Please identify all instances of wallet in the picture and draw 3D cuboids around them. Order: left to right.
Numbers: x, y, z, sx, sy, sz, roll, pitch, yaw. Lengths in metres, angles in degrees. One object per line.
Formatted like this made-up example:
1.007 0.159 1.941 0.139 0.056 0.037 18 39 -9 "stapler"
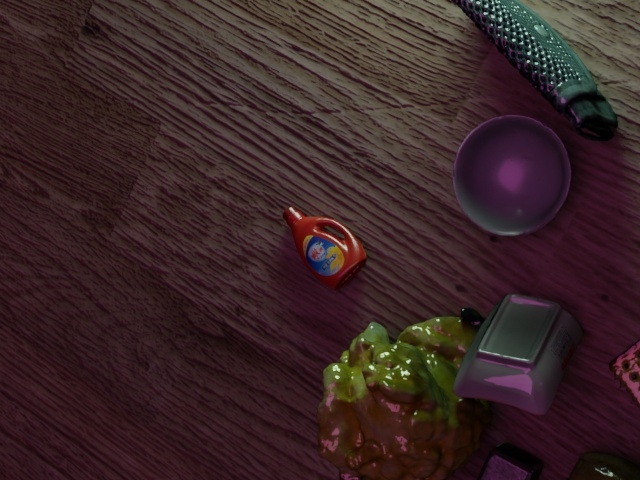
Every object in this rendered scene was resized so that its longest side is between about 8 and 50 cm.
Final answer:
0.312 -0.294 1.795 0.075 0.237 0.342 -45 72 20 "wallet"

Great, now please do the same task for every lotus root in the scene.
0.473 0.404 1.780 0.241 0.124 0.123 30 110 22 "lotus root"

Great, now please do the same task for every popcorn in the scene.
0.121 0.259 1.880 0.237 0.293 0.293 -38 74 40 "popcorn"

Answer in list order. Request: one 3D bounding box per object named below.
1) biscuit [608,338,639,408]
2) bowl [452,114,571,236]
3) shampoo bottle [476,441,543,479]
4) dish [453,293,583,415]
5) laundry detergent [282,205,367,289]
0.551 0.241 1.804 0.139 0.016 0.231 -42 73 18 "biscuit"
0.310 -0.101 1.879 0.189 0.086 0.189 1 92 25 "bowl"
0.266 0.447 1.901 0.079 0.080 0.246 26 100 24 "shampoo bottle"
0.300 0.157 1.812 0.151 0.212 0.077 10 128 25 "dish"
0.000 0.000 2.042 0.097 0.049 0.165 -46 71 10 "laundry detergent"
